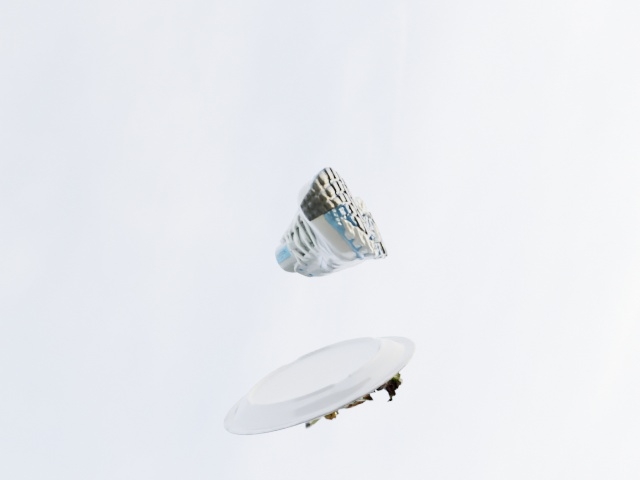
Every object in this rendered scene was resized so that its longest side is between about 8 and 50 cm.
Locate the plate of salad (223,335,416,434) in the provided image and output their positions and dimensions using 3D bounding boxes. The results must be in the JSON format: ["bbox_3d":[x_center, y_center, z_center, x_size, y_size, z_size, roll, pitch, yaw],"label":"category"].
[{"bbox_3d":[0.002,0.145,0.870,0.200,0.200,0.048,-24,-83,-18],"label":"plate of salad"}]

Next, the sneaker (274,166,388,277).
[{"bbox_3d":[0.000,0.000,0.702,0.083,0.191,0.071,-24,-103,6],"label":"sneaker"}]
